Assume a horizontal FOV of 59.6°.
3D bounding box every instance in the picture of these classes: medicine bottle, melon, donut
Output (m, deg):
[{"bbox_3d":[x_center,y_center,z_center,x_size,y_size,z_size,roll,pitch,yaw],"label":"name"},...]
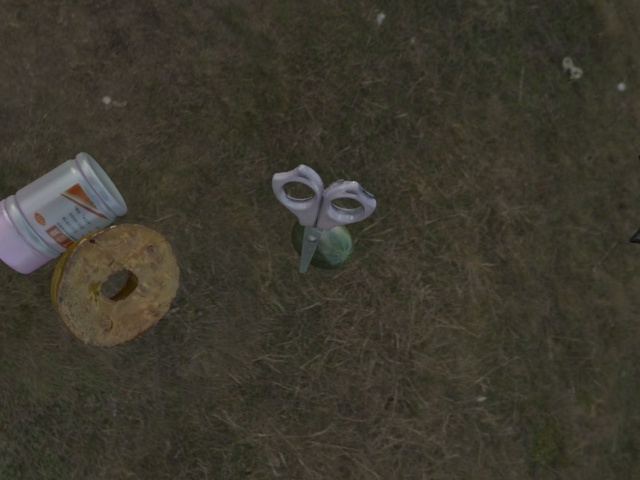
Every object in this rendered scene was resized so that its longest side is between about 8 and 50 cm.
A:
[{"bbox_3d":[-0.709,-0.073,1.499,0.316,0.202,0.202,-34,103,-5],"label":"medicine bottle"},{"bbox_3d":[0.000,0.000,1.212,0.114,0.167,0.114,-25,133,-31],"label":"melon"},{"bbox_3d":[-0.457,0.090,1.227,0.278,0.109,0.277,-17,114,-43],"label":"donut"}]

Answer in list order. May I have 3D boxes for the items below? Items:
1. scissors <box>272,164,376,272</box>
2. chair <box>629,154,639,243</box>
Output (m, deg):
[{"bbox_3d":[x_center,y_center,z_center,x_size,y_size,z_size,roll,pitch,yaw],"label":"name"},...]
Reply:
[{"bbox_3d":[-0.007,-0.011,0.579,0.100,0.189,0.015,15,59,-1],"label":"scissors"},{"bbox_3d":[0.537,-0.084,0.856,0.213,0.084,0.101,-31,103,-30],"label":"chair"}]
